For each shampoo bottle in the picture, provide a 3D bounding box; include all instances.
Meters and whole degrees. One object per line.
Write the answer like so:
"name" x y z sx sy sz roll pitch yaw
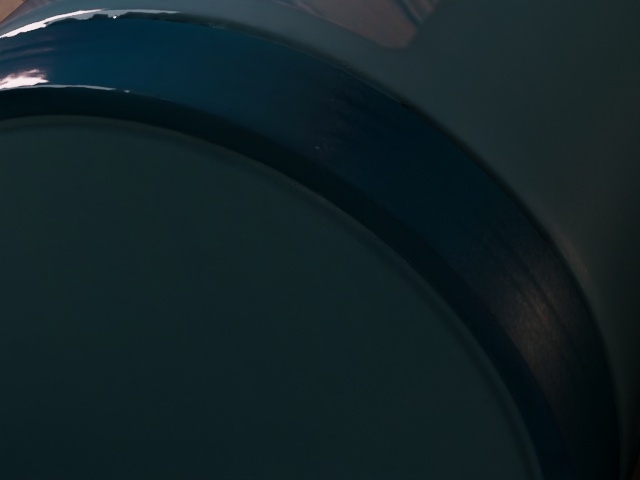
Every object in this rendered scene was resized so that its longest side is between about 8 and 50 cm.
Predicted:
"shampoo bottle" 0.000 0.000 0.842 0.331 0.331 0.343 -33 14 37
